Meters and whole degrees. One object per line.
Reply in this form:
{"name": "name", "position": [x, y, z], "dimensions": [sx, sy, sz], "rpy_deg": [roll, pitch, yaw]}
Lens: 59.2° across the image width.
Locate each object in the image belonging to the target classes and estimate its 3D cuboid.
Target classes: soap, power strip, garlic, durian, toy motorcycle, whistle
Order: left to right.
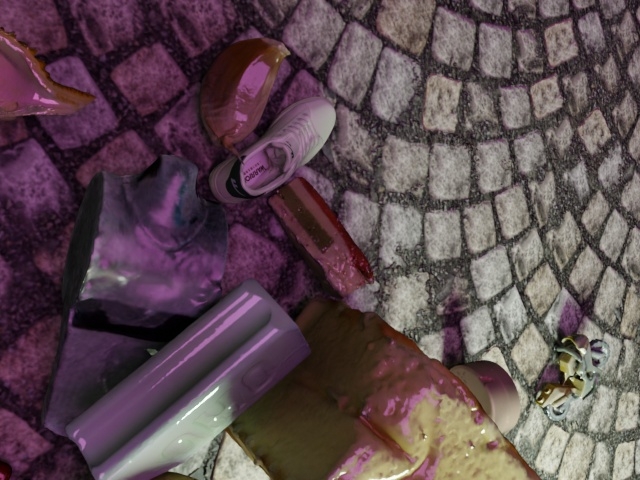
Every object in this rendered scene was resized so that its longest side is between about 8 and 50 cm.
{"name": "durian", "position": [-0.405, -0.196, 0.714], "dimensions": [0.224, 0.078, 0.140], "rpy_deg": [6, 78, -42]}
{"name": "whistle", "position": [-0.251, 0.088, 0.755], "dimensions": [0.168, 0.188, 0.404], "rpy_deg": [14, 86, -32]}
{"name": "soap", "position": [-0.156, 0.193, 0.742], "dimensions": [0.289, 0.095, 0.173], "rpy_deg": [-39, 156, -12]}
{"name": "garlic", "position": [-0.124, -0.208, 0.847], "dimensions": [0.090, 0.128, 0.198], "rpy_deg": [34, 72, -45]}
{"name": "power strip", "position": [0.322, 0.323, 1.142], "dimensions": [0.078, 0.154, 0.154], "rpy_deg": [-5, 96, -29]}
{"name": "toy motorcycle", "position": [0.593, 0.315, 1.347], "dimensions": [0.130, 0.094, 0.229], "rpy_deg": [41, 85, -22]}

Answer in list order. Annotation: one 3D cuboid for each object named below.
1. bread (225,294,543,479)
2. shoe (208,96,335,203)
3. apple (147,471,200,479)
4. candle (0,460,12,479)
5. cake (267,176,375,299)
{"name": "bread", "position": [0.084, 0.325, 0.872], "dimensions": [0.279, 0.371, 0.390], "rpy_deg": [-46, 111, -16]}
{"name": "shoe", "position": [-0.054, -0.146, 0.907], "dimensions": [0.265, 0.110, 0.095], "rpy_deg": [-42, 112, -19]}
{"name": "apple", "position": [-0.236, 0.463, 0.735], "dimensions": [0.319, 0.277, 0.319], "rpy_deg": [-4, 96, -46]}
{"name": "candle", "position": [-0.474, 0.284, 0.714], "dimensions": [0.162, 0.048, 0.053], "rpy_deg": [40, 90, -27]}
{"name": "cake", "position": [0.010, 0.004, 0.951], "dimensions": [0.086, 0.117, 0.220], "rpy_deg": [-35, 111, -18]}
